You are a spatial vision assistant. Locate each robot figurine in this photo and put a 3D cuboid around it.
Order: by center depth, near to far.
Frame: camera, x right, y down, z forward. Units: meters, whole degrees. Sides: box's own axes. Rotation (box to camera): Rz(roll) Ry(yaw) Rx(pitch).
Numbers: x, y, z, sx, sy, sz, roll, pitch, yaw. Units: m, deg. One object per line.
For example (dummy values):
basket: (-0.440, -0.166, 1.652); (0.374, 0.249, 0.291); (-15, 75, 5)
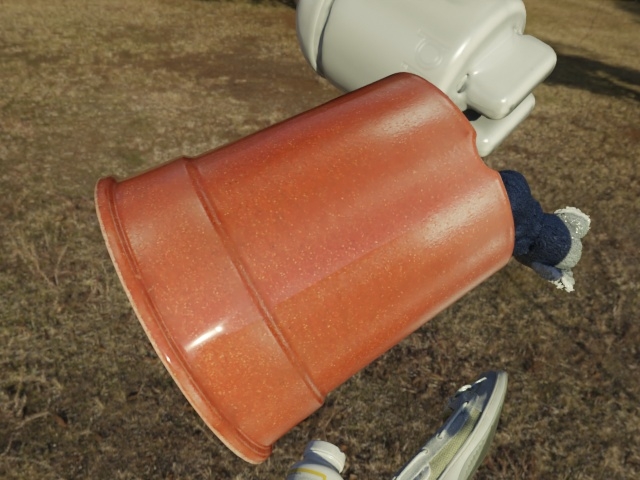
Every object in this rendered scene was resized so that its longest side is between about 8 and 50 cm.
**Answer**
robot figurine: (0.110, -0.259, 0.633); (0.353, 0.300, 0.200); (41, 69, 20)

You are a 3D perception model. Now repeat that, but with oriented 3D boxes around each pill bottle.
pill bottle: (-0.017, 0.438, 0.824); (0.103, 0.103, 0.184); (11, 42, 14)

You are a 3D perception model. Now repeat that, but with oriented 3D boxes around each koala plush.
koala plush: (0.377, -0.011, 0.906); (0.221, 0.203, 0.196); (28, 63, 6)

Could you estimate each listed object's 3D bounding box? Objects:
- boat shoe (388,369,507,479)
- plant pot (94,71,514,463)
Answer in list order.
boat shoe: (0.203, 0.318, 0.779); (0.103, 0.118, 0.320); (24, 54, 31)
plant pot: (0.000, 0.000, 0.442); (0.265, 0.272, 0.272); (-30, 34, -6)
